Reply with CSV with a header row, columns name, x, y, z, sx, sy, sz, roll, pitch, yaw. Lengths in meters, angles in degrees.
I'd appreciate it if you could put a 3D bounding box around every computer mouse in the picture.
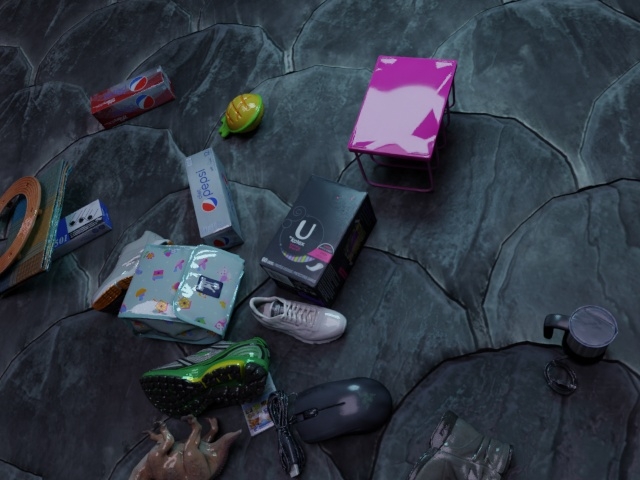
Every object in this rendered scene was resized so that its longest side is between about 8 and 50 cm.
name,x,y,z,sx,sy,sz,roll,pitch,yaw
computer mouse,0.020,0.372,1.188,0.272,0.072,0.189,-19,60,3

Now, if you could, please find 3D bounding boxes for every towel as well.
name,x,y,z,sx,sy,sz,roll,pitch,yaw
towel,-0.849,-0.036,1.652,0.271,0.040,0.370,-23,56,31

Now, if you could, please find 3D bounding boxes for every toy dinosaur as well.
name,x,y,z,sx,sy,sz,roll,pitch,yaw
toy dinosaur,-0.302,0.494,1.206,0.295,0.127,0.200,-11,67,-3

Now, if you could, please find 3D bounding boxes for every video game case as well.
name,x,y,z,sx,sy,sz,roll,pitch,yaw
video game case,-0.137,0.373,1.278,0.087,0.011,0.122,-27,58,1

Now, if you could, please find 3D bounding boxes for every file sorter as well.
name,x,y,z,sx,sy,sz,roll,pitch,yaw
file sorter,0.222,-0.293,1.427,0.202,0.182,0.291,10,67,21

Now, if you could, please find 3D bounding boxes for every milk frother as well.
name,x,y,z,sx,sy,sz,roll,pitch,yaw
milk frother,0.504,0.218,1.092,0.129,0.135,0.143,-4,62,16

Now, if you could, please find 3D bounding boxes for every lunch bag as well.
name,x,y,z,sx,sy,sz,roll,pitch,yaw
lunch bag,-0.330,0.131,1.381,0.262,0.160,0.224,2,55,14

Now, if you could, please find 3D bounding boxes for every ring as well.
name,x,y,z,sx,sy,sz,roll,pitch,yaw
ring,-0.929,-0.036,1.671,0.336,0.032,0.337,-18,59,33

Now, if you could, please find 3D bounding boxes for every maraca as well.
name,x,y,z,sx,sy,sz,roll,pitch,yaw
maraca,-0.240,-0.372,1.667,0.185,0.099,0.127,-15,53,39

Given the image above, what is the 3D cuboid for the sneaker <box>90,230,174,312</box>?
name,x,y,z,sx,sy,sz,roll,pitch,yaw
sneaker,-0.520,0.082,1.516,0.121,0.099,0.262,32,68,36

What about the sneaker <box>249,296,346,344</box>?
name,x,y,z,sx,sy,sz,roll,pitch,yaw
sneaker,-0.055,0.181,1.309,0.235,0.095,0.090,5,63,18

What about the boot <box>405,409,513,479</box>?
name,x,y,z,sx,sy,sz,roll,pitch,yaw
boot,0.258,0.466,1.070,0.161,0.083,0.247,30,76,22

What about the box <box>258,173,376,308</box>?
name,x,y,z,sx,sy,sz,roll,pitch,yaw
box,0.000,0.000,1.360,0.165,0.143,0.270,20,70,25

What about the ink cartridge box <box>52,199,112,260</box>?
name,x,y,z,sx,sy,sz,roll,pitch,yaw
ink cartridge box,-0.730,-0.030,1.658,0.207,0.046,0.097,-29,57,1

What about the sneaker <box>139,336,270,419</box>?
name,x,y,z,sx,sy,sz,roll,pitch,yaw
sneaker,-0.265,0.316,1.303,0.343,0.134,0.146,-13,23,18

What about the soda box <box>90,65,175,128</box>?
name,x,y,z,sx,sy,sz,roll,pitch,yaw
soda box,-0.620,-0.471,1.841,0.263,0.083,0.092,-22,58,5

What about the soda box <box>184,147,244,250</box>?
name,x,y,z,sx,sy,sz,roll,pitch,yaw
soda box,-0.296,-0.113,1.538,0.091,0.098,0.286,-22,59,4
